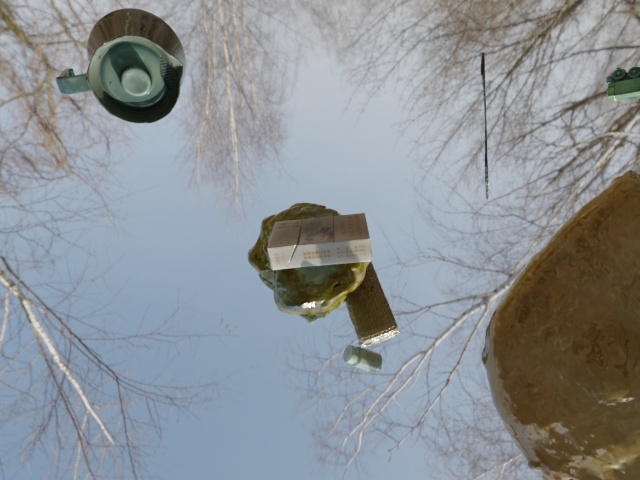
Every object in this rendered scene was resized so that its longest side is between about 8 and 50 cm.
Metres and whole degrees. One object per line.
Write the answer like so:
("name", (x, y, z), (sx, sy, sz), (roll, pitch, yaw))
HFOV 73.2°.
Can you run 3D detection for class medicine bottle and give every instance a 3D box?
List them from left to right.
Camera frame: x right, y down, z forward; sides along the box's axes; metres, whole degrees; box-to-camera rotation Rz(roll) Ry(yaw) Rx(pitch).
("medicine bottle", (0.098, 0.272, 0.993), (0.083, 0.047, 0.047), (23, -139, -19))

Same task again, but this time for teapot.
("teapot", (-0.330, -0.292, 0.736), (0.203, 0.171, 0.225), (-14, -146, -13))

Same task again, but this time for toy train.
("toy train", (0.701, -0.345, 0.926), (0.147, 0.071, 0.038), (0, 179, 42))

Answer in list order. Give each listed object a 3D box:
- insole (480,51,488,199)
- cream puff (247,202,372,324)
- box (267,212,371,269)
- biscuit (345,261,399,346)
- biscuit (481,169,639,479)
("insole", (0.389, -0.260, 1.019), (0.009, 0.349, 0.119), (-1, -148, 22))
("cream puff", (-0.046, 0.065, 1.356), (0.378, 0.275, 0.379), (0, -91, -10))
("box", (-0.001, 0.000, 1.029), (0.233, 0.067, 0.149), (-6, -156, 3))
("biscuit", (0.130, 0.148, 1.471), (0.143, 0.078, 0.426), (-20, -124, 1))
("biscuit", (0.448, 0.161, 0.570), (0.446, 0.104, 0.429), (-42, -99, 9))
